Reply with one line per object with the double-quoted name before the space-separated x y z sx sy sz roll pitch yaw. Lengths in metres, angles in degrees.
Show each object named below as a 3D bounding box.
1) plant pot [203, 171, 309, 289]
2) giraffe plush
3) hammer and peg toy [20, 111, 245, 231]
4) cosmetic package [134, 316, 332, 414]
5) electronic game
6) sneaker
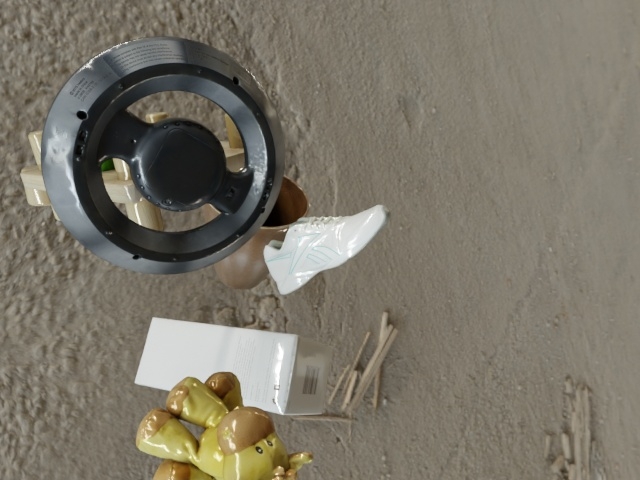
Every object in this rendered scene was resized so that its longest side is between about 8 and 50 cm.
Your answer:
"plant pot" -0.155 -0.009 0.966 0.216 0.230 0.215 12 38 -9
"giraffe plush" -0.115 0.281 0.591 0.181 0.171 0.210 -43 104 -38
"hammer and peg toy" -0.278 -0.120 0.665 0.266 0.362 0.127 -32 124 -49
"cosmetic package" -0.184 0.272 0.966 0.197 0.366 0.155 41 55 -61
"electronic game" -0.137 -0.073 0.432 0.230 0.048 0.229 -15 119 -30
"sneaker" 0.000 0.000 0.447 0.061 0.152 0.054 58 28 -2
